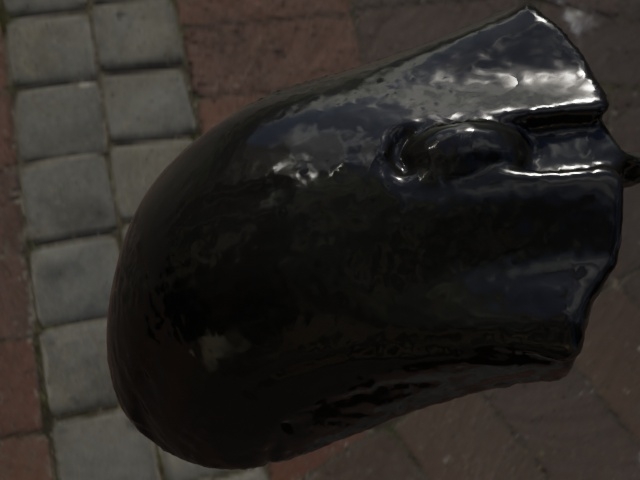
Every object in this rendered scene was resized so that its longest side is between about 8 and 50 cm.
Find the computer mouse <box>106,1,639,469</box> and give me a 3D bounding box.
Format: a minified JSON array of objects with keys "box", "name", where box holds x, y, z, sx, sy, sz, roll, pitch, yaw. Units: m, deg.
[{"box":[0.000,0.000,0.505,0.264,0.088,0.147,-20,57,26],"name":"computer mouse"}]
